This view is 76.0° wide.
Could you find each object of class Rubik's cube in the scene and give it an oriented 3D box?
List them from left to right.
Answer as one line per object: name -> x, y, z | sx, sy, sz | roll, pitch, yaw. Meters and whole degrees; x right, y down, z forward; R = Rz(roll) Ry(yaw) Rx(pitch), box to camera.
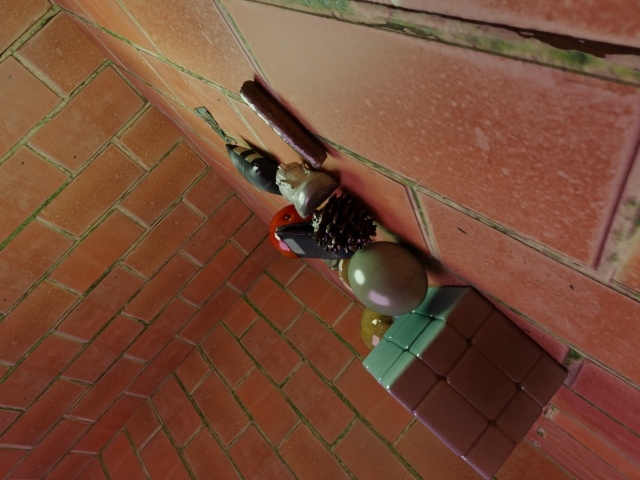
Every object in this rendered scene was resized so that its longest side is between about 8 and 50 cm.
Rubik's cube -> 0.346, 0.333, 1.068 | 0.319, 0.316, 0.322 | 42, 171, 0

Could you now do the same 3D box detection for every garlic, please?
garlic -> 0.177, 0.147, 1.660 | 0.245, 0.145, 0.164 | 37, 141, 15

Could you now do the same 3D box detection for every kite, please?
kite -> -0.426, -0.455, 1.640 | 0.268, 0.013, 0.323 | 40, 173, 16

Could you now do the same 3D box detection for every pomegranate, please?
pomegranate -> -0.091, -0.027, 1.664 | 0.221, 0.220, 0.257 | 37, 179, 35
pomegranate -> 0.292, 0.379, 1.831 | 0.260, 0.260, 0.260 | 41, 172, 7

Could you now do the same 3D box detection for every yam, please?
yam -> -0.077, -0.252, 0.895 | 0.241, 0.057, 0.057 | 44, 172, -7

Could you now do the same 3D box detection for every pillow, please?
pillow -> -0.222, -0.248, 1.432 | 0.250, 0.106, 0.186 | 37, 178, 44

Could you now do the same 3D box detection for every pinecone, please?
pinecone -> 0.061, -0.039, 1.055 | 0.174, 0.173, 0.173 | 41, 172, 7

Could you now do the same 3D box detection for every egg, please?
egg -> 0.174, 0.097, 1.070 | 0.186, 0.186, 0.253 | 47, 174, -36

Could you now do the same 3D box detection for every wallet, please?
wallet -> 0.000, 0.000, 1.449 | 0.263, 0.071, 0.221 | -5, 153, 22

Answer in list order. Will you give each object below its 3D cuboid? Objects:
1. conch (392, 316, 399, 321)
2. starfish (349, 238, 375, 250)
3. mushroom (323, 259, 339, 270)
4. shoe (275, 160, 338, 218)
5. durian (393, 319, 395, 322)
conch -> 0.285, 0.204, 1.368 | 0.202, 0.134, 0.196 | 34, -159, 28
starfish -> 0.119, 0.015, 1.301 | 0.130, 0.041, 0.133 | 20, 168, -41
mushroom -> 0.058, 0.055, 1.728 | 0.087, 0.107, 0.333 | 20, 168, 8
shoe -> -0.053, -0.152, 1.095 | 0.159, 0.124, 0.316 | 48, 173, 1
durian -> 0.344, 0.257, 1.522 | 0.132, 0.165, 0.182 | 4, -150, -14
